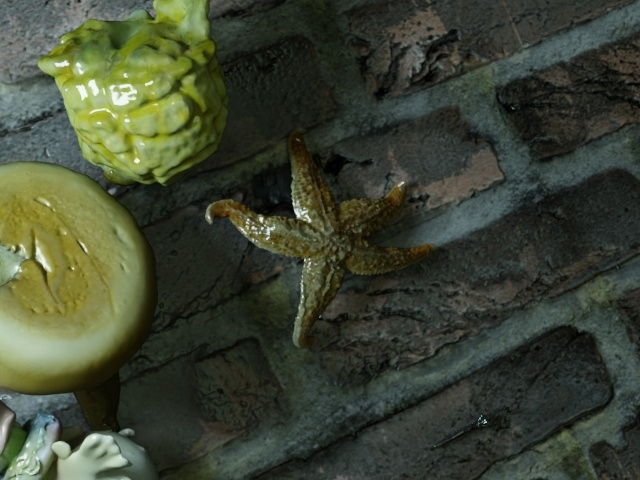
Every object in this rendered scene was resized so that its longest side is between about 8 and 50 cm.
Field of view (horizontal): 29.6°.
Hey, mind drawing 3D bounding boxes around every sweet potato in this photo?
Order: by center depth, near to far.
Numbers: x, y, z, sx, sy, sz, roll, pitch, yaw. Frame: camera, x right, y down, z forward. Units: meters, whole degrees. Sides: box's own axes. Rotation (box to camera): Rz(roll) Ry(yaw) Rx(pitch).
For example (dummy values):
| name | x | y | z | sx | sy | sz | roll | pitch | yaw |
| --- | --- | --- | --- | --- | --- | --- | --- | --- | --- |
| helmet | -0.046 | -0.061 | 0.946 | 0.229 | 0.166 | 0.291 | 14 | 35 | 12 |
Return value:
| name | x | y | z | sx | sy | sz | roll | pitch | yaw |
| --- | --- | --- | --- | --- | --- | --- | --- | --- | --- |
| sweet potato | -0.313 | 0.140 | 1.733 | 0.112 | 0.085 | 0.286 | 0 | 83 | -30 |

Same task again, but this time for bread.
| name | x | y | z | sx | sy | sz | roll | pitch | yaw |
| --- | --- | --- | --- | --- | --- | --- | --- | --- | --- |
| bread | -0.369 | 0.053 | 1.609 | 0.333 | 0.160 | 0.333 | 11 | 59 | -18 |

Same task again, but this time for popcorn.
| name | x | y | z | sx | sy | sz | roll | pitch | yaw |
| --- | --- | --- | --- | --- | --- | --- | --- | --- | --- |
| popcorn | -0.254 | -0.218 | 1.716 | 0.293 | 0.237 | 0.293 | -6 | 59 | 11 |

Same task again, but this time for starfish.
| name | x | y | z | sx | sy | sz | roll | pitch | yaw |
| --- | --- | --- | --- | --- | --- | --- | --- | --- | --- |
| starfish | 0.003 | 0.001 | 1.842 | 0.375 | 0.094 | 0.327 | 21 | 76 | -18 |

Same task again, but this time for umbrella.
| name | x | y | z | sx | sy | sz | roll | pitch | yaw |
| --- | --- | --- | --- | --- | --- | --- | --- | --- | --- |
| umbrella | 0.234 | 0.297 | 1.915 | 0.148 | 0.022 | 0.022 | -25 | 95 | -8 |

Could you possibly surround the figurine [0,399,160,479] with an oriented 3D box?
| name | x | y | z | sx | sy | sz | roll | pitch | yaw |
| --- | --- | --- | --- | --- | --- | --- | --- | --- | --- |
| figurine | -0.372 | 0.276 | 1.578 | 0.394 | 0.274 | 0.227 | 37 | 47 | -24 |
